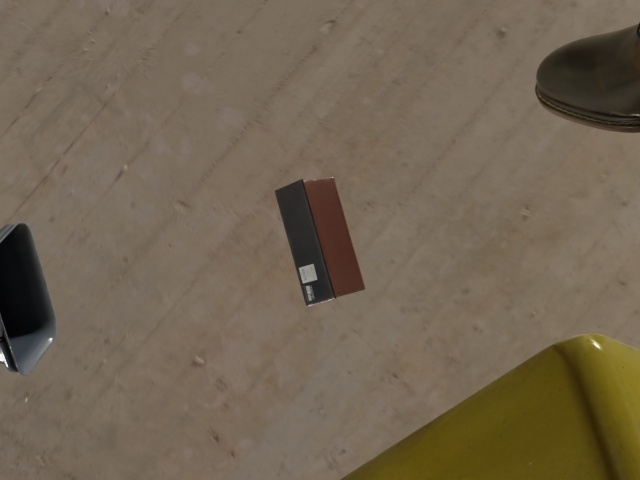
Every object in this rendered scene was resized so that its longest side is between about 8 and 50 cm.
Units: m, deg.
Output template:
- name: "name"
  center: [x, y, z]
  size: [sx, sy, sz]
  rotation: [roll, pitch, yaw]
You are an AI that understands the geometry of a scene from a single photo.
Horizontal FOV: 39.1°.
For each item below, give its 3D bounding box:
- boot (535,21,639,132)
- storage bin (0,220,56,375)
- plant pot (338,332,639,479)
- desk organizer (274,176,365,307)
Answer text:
- name: "boot"
  center: [0.188, -0.119, 0.465]
  size: [0.106, 0.219, 0.082]
  rotation: [44, -116, -33]
- name: "storage bin"
  center: [-0.319, 0.058, 0.842]
  size: [0.091, 0.098, 0.135]
  rotation: [-1, -60, 12]
- name: "plant pot"
  center: [0.117, 0.188, 0.371]
  size: [0.212, 0.187, 0.212]
  rotation: [20, -48, -37]
- name: "desk organizer"
  center: [0.000, 0.000, 0.961]
  size: [0.050, 0.047, 0.130]
  rotation: [-11, -96, -45]
